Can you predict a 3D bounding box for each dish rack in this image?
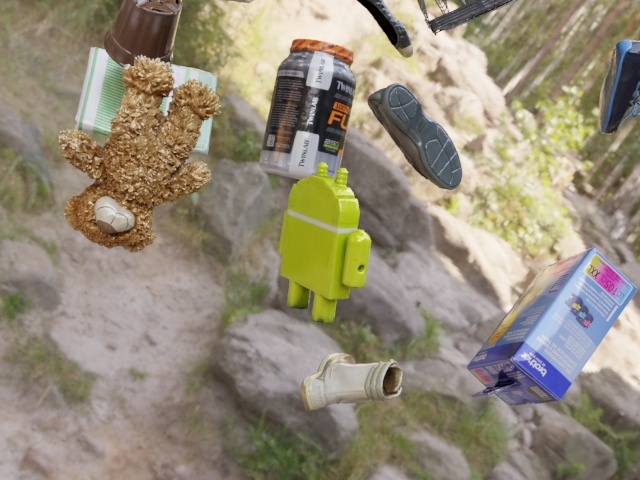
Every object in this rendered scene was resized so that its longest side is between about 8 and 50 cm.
[{"bbox_3d":[0.255,-0.456,1.463,0.074,0.208,0.272,60,13,-30],"label":"dish rack"}]

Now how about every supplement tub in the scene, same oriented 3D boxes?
[{"bbox_3d":[-0.027,-0.323,2.114,0.207,0.338,0.207,11,2,0],"label":"supplement tub"}]

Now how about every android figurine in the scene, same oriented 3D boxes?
[{"bbox_3d":[0.000,0.000,1.486,0.056,0.273,0.248,1,11,-35],"label":"android figurine"}]

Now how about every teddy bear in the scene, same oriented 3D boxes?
[{"bbox_3d":[-0.297,-0.132,1.378,0.245,0.338,0.113,42,2,-37],"label":"teddy bear"}]

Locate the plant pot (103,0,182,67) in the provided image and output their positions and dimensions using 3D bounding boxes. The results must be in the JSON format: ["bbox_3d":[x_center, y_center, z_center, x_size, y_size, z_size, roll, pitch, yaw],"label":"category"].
[{"bbox_3d":[-0.403,-0.503,1.934,0.166,0.165,0.167,15,48,-17],"label":"plant pot"}]

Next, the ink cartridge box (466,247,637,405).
[{"bbox_3d":[0.506,0.228,1.910,0.151,0.395,0.270,40,-18,-1],"label":"ink cartridge box"}]

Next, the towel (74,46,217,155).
[{"bbox_3d":[-0.427,-0.345,2.076,0.324,0.248,0.038,10,-26,-13],"label":"towel"}]

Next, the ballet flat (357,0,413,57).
[{"bbox_3d":[0.131,-0.445,1.719,0.173,0.049,0.057,53,-23,-10],"label":"ballet flat"}]

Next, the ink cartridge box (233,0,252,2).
[{"bbox_3d":[-0.187,-0.589,1.552,0.273,0.114,0.197,59,-14,-29],"label":"ink cartridge box"}]

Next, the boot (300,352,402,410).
[{"bbox_3d":[0.074,0.250,1.527,0.213,0.165,0.077,-22,100,-68],"label":"boot"}]

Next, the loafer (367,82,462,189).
[{"bbox_3d":[0.197,-0.213,1.732,0.084,0.096,0.267,-1,-45,54],"label":"loafer"}]

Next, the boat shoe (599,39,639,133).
[{"bbox_3d":[0.658,-0.315,1.789,0.088,0.109,0.258,-1,-27,5],"label":"boat shoe"}]
